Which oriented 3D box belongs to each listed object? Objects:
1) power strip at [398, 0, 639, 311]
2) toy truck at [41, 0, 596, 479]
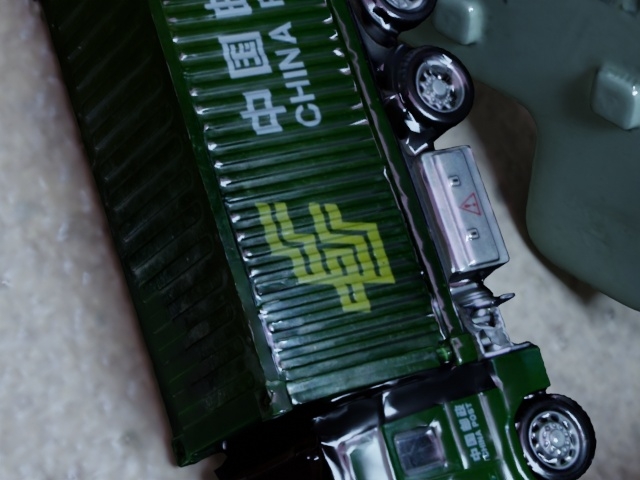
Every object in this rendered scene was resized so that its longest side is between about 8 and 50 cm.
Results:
[{"bbox_3d":[0.122,-0.062,0.707,0.265,0.194,0.059,32,50,28],"label":"power strip"},{"bbox_3d":[0.000,0.000,0.679,0.121,0.088,0.259,-12,77,-32],"label":"toy truck"}]
